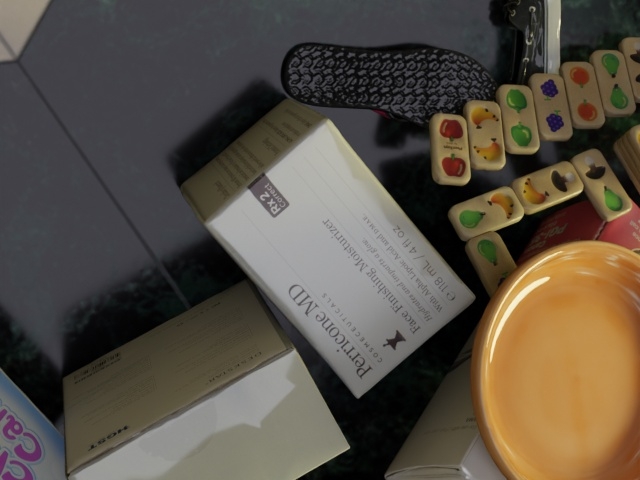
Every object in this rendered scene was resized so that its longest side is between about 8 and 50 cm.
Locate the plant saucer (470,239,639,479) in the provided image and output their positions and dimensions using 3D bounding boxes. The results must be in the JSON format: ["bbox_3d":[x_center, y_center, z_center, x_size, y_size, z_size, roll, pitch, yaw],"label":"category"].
[{"bbox_3d":[0.189,0.100,1.080,0.200,0.037,0.199,2,85,-28],"label":"plant saucer"}]

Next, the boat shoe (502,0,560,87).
[{"bbox_3d":[0.170,-0.178,1.212,0.040,0.049,0.142,-7,104,-9],"label":"boat shoe"}]

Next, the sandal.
[{"bbox_3d":[0.060,-0.127,1.211,0.179,0.040,0.067,10,94,3],"label":"sandal"}]

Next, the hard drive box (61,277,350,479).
[{"bbox_3d":[-0.096,0.129,1.127,0.181,0.232,0.089,-29,104,-3],"label":"hard drive box"}]

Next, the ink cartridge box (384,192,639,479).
[{"bbox_3d":[0.211,0.137,1.184,0.207,0.117,0.283,44,62,-15],"label":"ink cartridge box"}]

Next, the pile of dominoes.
[{"bbox_3d":[0.212,-0.054,1.152,0.251,0.040,0.196,-22,75,-23],"label":"pile of dominoes"}]

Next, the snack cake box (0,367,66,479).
[{"bbox_3d":[-0.324,0.126,1.124,0.152,0.089,0.264,-30,108,34],"label":"snack cake box"}]

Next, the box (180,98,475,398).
[{"bbox_3d":[0.000,0.000,1.146,0.119,0.182,0.181,-41,105,-1],"label":"box"}]
